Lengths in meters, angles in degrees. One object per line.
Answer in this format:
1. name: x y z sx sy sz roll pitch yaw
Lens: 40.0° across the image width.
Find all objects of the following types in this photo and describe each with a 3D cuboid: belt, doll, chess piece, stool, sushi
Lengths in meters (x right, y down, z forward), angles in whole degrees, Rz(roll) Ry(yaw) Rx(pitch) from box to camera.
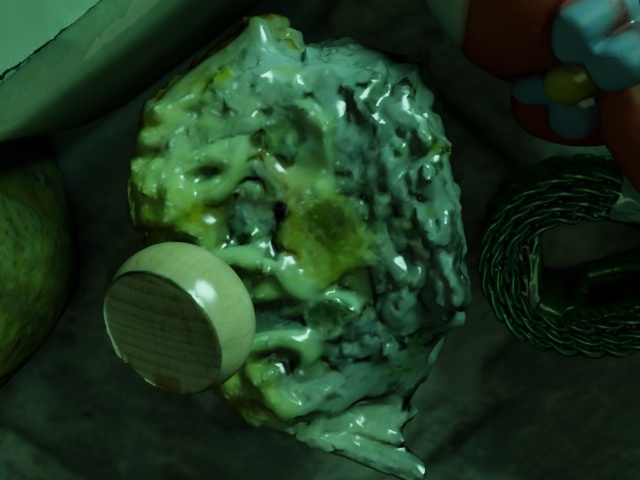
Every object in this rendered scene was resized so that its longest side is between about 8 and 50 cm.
1. belt: 0.172 0.011 0.540 0.151 0.079 0.121 0 105 8
2. doll: 0.119 -0.143 0.460 0.130 0.161 0.290 -32 91 5
3. chess piece: -0.075 0.042 0.469 0.083 0.038 0.084 12 120 21
4. stool: -0.141 -0.227 0.471 0.243 0.170 0.270 -34 98 14
5. sushi: 0.000 0.000 0.531 0.184 0.139 0.274 -11 107 14

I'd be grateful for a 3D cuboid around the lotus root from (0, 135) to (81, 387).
1. lotus root: -0.296 0.025 0.482 0.250 0.346 0.250 3 101 14
